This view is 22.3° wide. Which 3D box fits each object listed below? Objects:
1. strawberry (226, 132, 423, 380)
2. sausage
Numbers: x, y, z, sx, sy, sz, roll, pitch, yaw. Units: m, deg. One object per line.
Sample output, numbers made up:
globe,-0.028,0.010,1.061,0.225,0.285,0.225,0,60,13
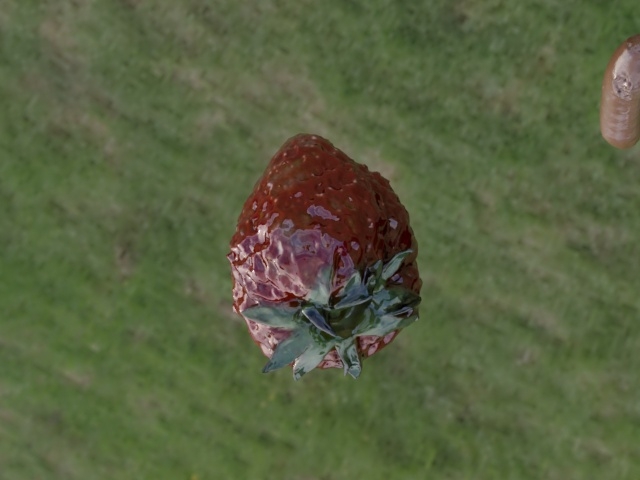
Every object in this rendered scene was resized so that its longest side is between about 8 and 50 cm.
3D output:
strawberry,-0.005,0.002,0.986,0.148,0.131,0.131,53,160,32
sausage,0.269,-0.126,1.433,0.043,0.043,0.186,19,164,13
